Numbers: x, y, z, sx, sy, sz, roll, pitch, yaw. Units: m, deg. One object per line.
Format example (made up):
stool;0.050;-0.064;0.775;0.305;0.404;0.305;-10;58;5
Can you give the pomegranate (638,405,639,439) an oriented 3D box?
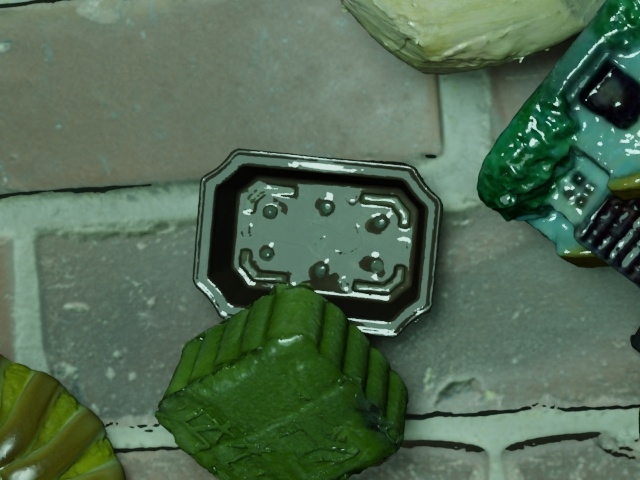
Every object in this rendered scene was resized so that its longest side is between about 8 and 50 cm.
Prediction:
pomegranate;0.448;0.207;1.384;0.290;0.291;0.323;-15;123;9

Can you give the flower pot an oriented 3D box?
flower pot;0.000;0.000;1.517;0.250;0.084;0.179;6;94;7

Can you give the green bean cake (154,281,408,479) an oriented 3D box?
green bean cake;-0.035;0.163;1.471;0.214;0.113;0.200;-30;117;28

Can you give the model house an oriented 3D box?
model house;0.339;-0.065;1.358;0.249;0.230;0.280;42;101;28

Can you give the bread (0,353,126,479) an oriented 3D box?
bread;-0.372;0.270;1.553;0.333;0.160;0.333;0;93;7

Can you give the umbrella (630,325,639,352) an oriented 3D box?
umbrella;0.385;0.006;1.473;0.052;0.053;0.250;28;96;7

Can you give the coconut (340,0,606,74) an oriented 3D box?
coconut;0.123;-0.300;1.378;0.254;0.297;0.297;-19;91;7
